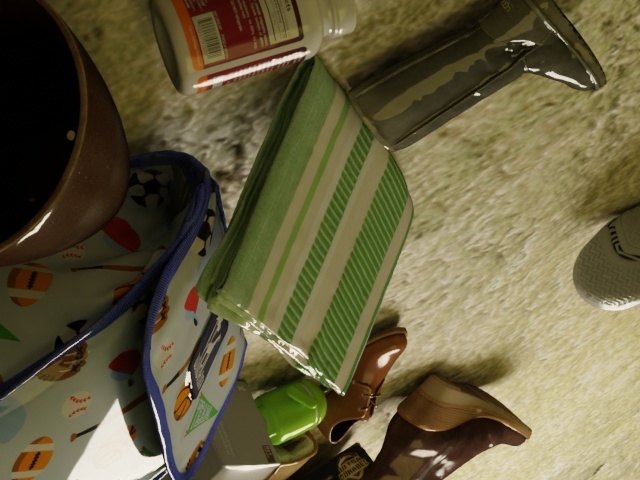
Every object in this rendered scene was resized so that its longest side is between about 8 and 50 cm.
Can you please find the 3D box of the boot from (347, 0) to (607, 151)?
[{"bbox_3d":[0.153,-0.148,1.388,0.208,0.076,0.189,-40,135,12],"label":"boot"}]

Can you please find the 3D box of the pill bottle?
[{"bbox_3d":[-0.053,-0.177,1.162,0.152,0.086,0.086,-18,151,-13],"label":"pill bottle"}]

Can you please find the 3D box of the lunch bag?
[{"bbox_3d":[-0.239,0.117,1.354,0.385,0.239,0.328,-34,151,-18],"label":"lunch bag"}]

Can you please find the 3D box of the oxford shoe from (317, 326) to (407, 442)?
[{"bbox_3d":[0.059,0.189,1.881,0.076,0.076,0.212,-1,141,-35],"label":"oxford shoe"}]

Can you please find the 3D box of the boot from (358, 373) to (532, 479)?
[{"bbox_3d":[0.178,0.309,2.099,0.248,0.090,0.207,26,99,-39],"label":"boot"}]

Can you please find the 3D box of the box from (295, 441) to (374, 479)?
[{"bbox_3d":[-0.084,0.443,2.110,0.293,0.073,0.295,-26,161,-40],"label":"box"}]

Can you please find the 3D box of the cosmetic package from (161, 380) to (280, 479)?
[{"bbox_3d":[-0.169,0.288,1.810,0.107,0.127,0.238,3,139,-42],"label":"cosmetic package"}]

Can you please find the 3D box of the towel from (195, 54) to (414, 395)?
[{"bbox_3d":[0.000,0.000,1.414,0.248,0.038,0.325,-67,152,-12],"label":"towel"}]

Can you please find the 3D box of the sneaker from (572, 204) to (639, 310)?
[{"bbox_3d":[0.485,0.041,1.902,0.366,0.137,0.210,-20,149,-16],"label":"sneaker"}]

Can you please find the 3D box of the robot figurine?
[{"bbox_3d":[-0.041,0.218,1.844,0.115,0.067,0.101,-22,169,-31],"label":"robot figurine"}]

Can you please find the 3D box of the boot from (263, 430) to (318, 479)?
[{"bbox_3d":[-0.164,0.351,1.968,0.236,0.089,0.269,-11,152,-50],"label":"boot"}]

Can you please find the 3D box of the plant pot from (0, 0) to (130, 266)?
[{"bbox_3d":[-0.235,-0.068,1.105,0.215,0.215,0.230,-29,165,7],"label":"plant pot"}]
